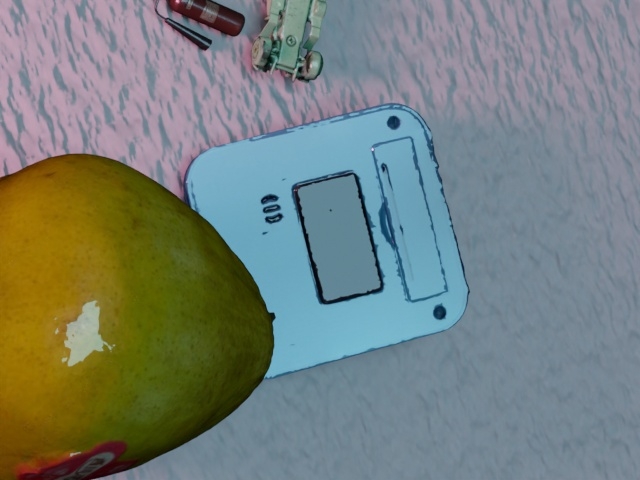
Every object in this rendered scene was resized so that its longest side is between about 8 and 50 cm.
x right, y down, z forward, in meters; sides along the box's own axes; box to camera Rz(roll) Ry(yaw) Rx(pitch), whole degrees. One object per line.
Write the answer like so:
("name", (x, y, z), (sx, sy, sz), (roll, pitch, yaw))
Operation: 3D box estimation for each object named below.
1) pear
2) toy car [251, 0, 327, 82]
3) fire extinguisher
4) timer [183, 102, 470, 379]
("pear", (-0.189, 0.072, 1.702), (0.375, 0.287, 0.287), (1, 85, -39))
("toy car", (-0.027, -0.227, 1.930), (0.073, 0.054, 0.143), (13, 82, -27))
("fire extinguisher", (-0.125, -0.214, 1.899), (0.100, 0.032, 0.046), (21, 111, -23))
("timer", (0.000, 0.000, 1.929), (0.250, 0.091, 0.232), (-14, 93, -15))
